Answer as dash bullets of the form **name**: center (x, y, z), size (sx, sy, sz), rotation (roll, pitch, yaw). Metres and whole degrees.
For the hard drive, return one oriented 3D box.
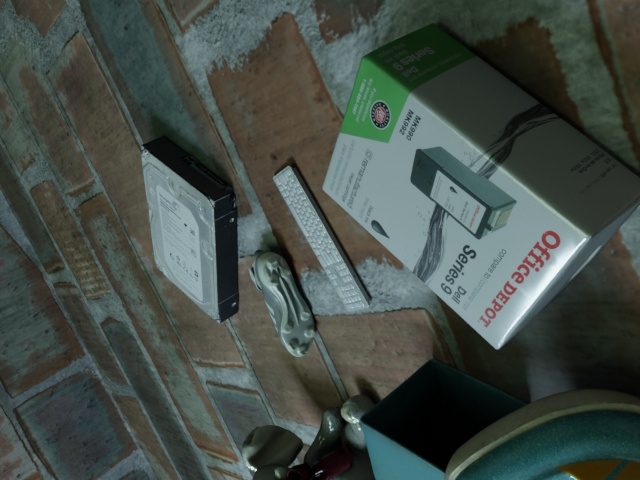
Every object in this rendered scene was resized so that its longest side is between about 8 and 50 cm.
- **hard drive**: center (-0.265, -0.015, 1.359), size (0.237, 0.064, 0.338), rotation (37, 140, 29)

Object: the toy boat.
- **toy boat**: center (0.311, 0.316, 0.751), size (0.267, 0.148, 0.318), rotation (-33, 111, 15)

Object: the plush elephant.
- **plush elephant**: center (-0.022, 0.455, 1.209), size (0.330, 0.256, 0.271), rotation (120, 139, -63)

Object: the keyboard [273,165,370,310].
- **keyboard**: center (0.000, 0.000, 1.072), size (0.072, 0.014, 0.256), rotation (-25, 95, 56)

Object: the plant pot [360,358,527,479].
- **plant pot**: center (0.183, 0.333, 0.956), size (0.166, 0.165, 0.234), rotation (21, 130, 43)

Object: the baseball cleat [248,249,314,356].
- **baseball cleat**: center (-0.070, 0.110, 1.216), size (0.109, 0.072, 0.205), rotation (18, 126, 62)

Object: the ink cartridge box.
- **ink cartridge box**: center (0.159, -0.058, 0.724), size (0.289, 0.122, 0.211), rotation (44, 144, 20)
